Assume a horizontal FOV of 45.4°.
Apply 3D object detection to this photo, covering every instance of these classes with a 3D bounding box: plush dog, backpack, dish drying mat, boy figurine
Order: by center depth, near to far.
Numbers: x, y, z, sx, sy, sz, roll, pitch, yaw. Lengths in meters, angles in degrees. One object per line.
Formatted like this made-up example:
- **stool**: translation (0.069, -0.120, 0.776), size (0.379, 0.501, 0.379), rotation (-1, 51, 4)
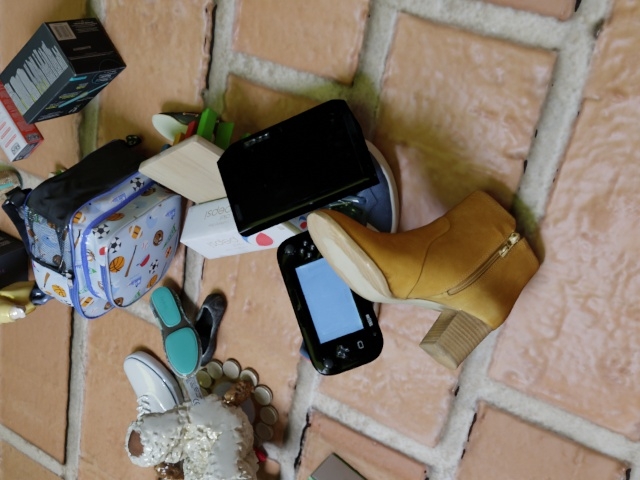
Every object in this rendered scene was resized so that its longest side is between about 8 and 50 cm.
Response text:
- **backpack**: translation (-0.365, -0.004, 1.301), size (0.213, 0.276, 0.263), rotation (35, 135, 17)
- **plush dog**: translation (-0.190, 0.385, 1.370), size (0.262, 0.210, 0.225), rotation (22, 135, 19)
- **dish drying mat**: translation (-0.135, 0.412, 1.440), size (0.032, 0.008, 0.083), rotation (49, 131, -4)
- **boy figurine**: translation (-0.570, 0.124, 1.444), size (0.285, 0.177, 0.092), rotation (-23, 103, -9)

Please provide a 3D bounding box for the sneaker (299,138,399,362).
- **sneaker**: translation (0.027, 0.027, 1.126), size (0.131, 0.148, 0.350), rotation (11, 113, 27)

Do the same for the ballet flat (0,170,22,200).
- **ballet flat**: translation (-0.697, -0.103, 1.561), size (0.206, 0.067, 0.073), rotation (-11, 102, 34)

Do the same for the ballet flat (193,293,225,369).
- **ballet flat**: translation (-0.216, 0.168, 1.382), size (0.057, 0.049, 0.173), rotation (31, 120, 20)

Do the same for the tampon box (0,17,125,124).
- **tampon box**: translation (-0.443, -0.290, 1.309), size (0.161, 0.120, 0.101), rotation (-30, 91, 35)

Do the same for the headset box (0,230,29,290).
- **headset box**: translation (-0.772, 0.057, 1.558), size (0.283, 0.246, 0.131), rotation (22, 118, 22)

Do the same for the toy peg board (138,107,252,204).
- **toy peg board**: translation (-0.169, -0.126, 1.205), size (0.161, 0.079, 0.160), rotation (30, 150, -34)

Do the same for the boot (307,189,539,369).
- **boot**: translation (0.142, 0.003, 1.002), size (0.295, 0.211, 0.104), rotation (44, 161, -13)

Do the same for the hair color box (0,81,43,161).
- **hair color box**: translation (-0.601, -0.230, 1.473), size (0.072, 0.043, 0.141), rotation (-32, 88, 35)

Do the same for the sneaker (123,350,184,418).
- **sneaker**: translation (-0.313, 0.337, 1.475), size (0.094, 0.091, 0.258), rotation (-30, 91, 35)

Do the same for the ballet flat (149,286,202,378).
- **ballet flat**: translation (-0.254, 0.169, 1.371), size (0.070, 0.070, 0.188), rotation (-45, 54, 34)

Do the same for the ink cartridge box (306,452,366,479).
- **ink cartridge box**: translation (0.018, 0.504, 1.341), size (0.153, 0.087, 0.208), rotation (36, 121, 15)

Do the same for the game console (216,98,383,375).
- **game console**: translation (0.000, 0.000, 1.061), size (0.213, 0.044, 0.361), rotation (-22, 79, 15)

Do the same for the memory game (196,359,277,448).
- **memory game**: translation (-0.158, 0.304, 1.420), size (0.186, 0.012, 0.186), rotation (11, 113, 27)

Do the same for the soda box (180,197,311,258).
- **soda box**: translation (-0.120, -0.027, 1.216), size (0.216, 0.074, 0.069), rotation (-11, 57, 37)

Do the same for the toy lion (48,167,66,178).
- **toy lion**: translation (-0.492, -0.074, 1.474), size (0.100, 0.034, 0.096), rotation (48, 132, 8)

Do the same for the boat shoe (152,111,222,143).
- **boat shoe**: translation (-0.218, -0.188, 1.262), size (0.133, 0.042, 0.049), rotation (16, 135, 26)
